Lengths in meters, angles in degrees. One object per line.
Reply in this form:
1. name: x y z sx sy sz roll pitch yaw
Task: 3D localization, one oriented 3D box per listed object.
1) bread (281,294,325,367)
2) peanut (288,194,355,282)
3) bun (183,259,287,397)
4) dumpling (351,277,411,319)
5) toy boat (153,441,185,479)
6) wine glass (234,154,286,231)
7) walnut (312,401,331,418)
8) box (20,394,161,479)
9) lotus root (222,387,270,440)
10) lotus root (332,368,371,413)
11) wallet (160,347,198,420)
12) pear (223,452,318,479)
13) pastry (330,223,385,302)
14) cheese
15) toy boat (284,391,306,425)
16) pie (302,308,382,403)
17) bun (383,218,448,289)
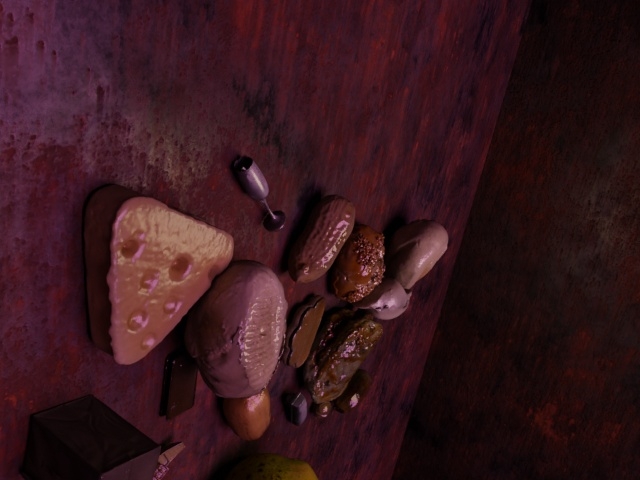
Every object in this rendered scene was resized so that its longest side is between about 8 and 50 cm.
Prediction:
1. bread: -0.071 0.327 1.899 0.207 0.056 0.286 8 103 -65
2. peanut: 0.000 0.000 1.705 0.313 0.152 0.152 -63 152 -10
3. bun: -0.225 0.224 1.386 0.360 0.211 0.359 7 90 -75
4. dumpling: 0.234 0.224 2.183 0.243 0.227 0.175 34 80 -44
5. toy boat: -0.442 0.616 1.448 0.172 0.066 0.065 -46 142 -37
6. wine glass: -0.161 -0.125 1.412 0.074 0.074 0.262 -56 149 -21
7. walnut: 0.006 0.725 2.296 0.092 0.092 0.092 -40 141 -42
8. box: -0.476 0.455 1.096 0.155 0.231 0.148 -4 113 -58
9. lotus root: -0.230 0.525 1.683 0.146 0.131 0.303 -42 145 -38
10. lotus root: 0.148 0.696 2.472 0.241 0.124 0.123 -45 160 -41
11. wallet: -0.375 0.381 1.434 0.110 0.031 0.198 -17 123 -55
12. pear: -0.174 0.910 1.827 0.391 0.391 0.391 -40 141 -42
13. pastry: 0.157 0.097 2.028 0.255 0.162 0.310 -28 132 -47
14. cheese: -0.374 0.090 1.151 0.384 0.104 0.383 -40 140 -43
15. toy boat: -0.097 0.661 2.083 0.078 0.085 0.260 -49 158 -30
16. pie: 0.080 0.478 2.149 0.395 0.180 0.417 1 114 -60
17. bun: 0.401 0.052 2.360 0.365 0.219 0.365 -45 162 -19
